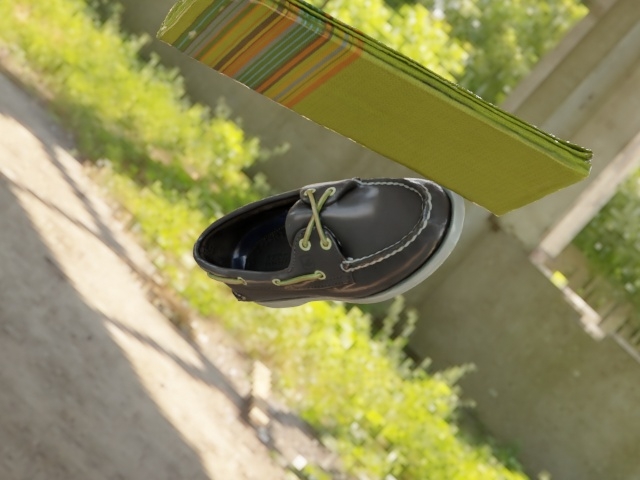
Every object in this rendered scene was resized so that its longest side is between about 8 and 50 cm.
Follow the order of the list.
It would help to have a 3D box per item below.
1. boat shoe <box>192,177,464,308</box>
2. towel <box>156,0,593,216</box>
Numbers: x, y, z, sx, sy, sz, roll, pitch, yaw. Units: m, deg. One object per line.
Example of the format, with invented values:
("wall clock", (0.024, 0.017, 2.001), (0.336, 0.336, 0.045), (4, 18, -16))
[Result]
("boat shoe", (0.000, 0.000, 0.981), (0.068, 0.081, 0.227), (23, -26, -35))
("towel", (0.029, -0.080, 0.789), (0.237, 0.021, 0.102), (26, -21, -18))
